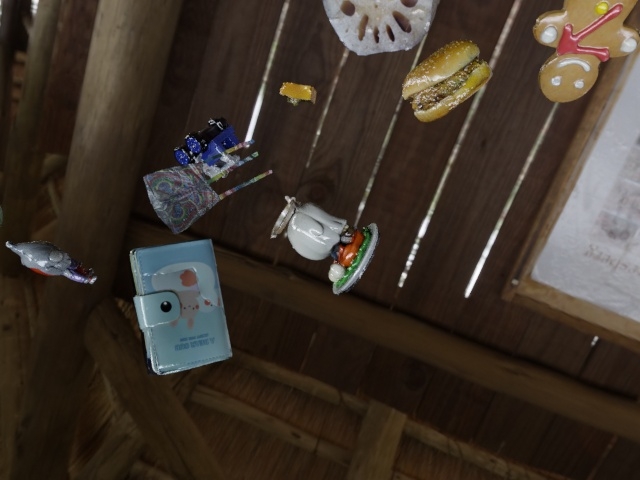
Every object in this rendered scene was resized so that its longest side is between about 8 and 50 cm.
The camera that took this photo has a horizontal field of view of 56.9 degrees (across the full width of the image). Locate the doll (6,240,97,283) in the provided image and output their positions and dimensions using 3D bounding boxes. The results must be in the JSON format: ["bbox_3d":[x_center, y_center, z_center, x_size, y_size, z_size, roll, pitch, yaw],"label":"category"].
[{"bbox_3d":[-0.653,0.051,1.437,0.228,0.075,0.102,34,-174,-42],"label":"doll"}]

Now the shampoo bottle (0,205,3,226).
[{"bbox_3d":[-0.665,0.080,1.022,0.151,0.222,0.349,16,-127,-29],"label":"shampoo bottle"}]

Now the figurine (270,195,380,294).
[{"bbox_3d":[-0.003,-0.002,0.919,0.154,0.132,0.132,30,-162,-9],"label":"figurine"}]

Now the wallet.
[{"bbox_3d":[-0.274,0.128,1.162,0.176,0.250,0.075,-9,176,-33],"label":"wallet"}]

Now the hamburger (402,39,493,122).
[{"bbox_3d":[0.250,-0.326,1.214,0.118,0.191,0.182,48,155,-8],"label":"hamburger"}]

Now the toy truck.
[{"bbox_3d":[-0.356,-0.290,1.951,0.177,0.213,0.161,49,-130,-10],"label":"toy truck"}]

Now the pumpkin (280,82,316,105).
[{"bbox_3d":[-0.055,-0.353,1.434,0.084,0.053,0.074,14,-171,9],"label":"pumpkin"}]

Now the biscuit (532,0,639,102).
[{"bbox_3d":[0.541,-0.424,1.172,0.216,0.339,0.047,13,-141,-5],"label":"biscuit"}]

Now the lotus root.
[{"bbox_3d":[0.140,-0.528,1.241,0.272,0.272,0.192,25,-142,16],"label":"lotus root"}]

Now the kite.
[{"bbox_3d":[-0.256,-0.137,1.376,0.286,0.152,0.015,-28,-163,-11],"label":"kite"}]
